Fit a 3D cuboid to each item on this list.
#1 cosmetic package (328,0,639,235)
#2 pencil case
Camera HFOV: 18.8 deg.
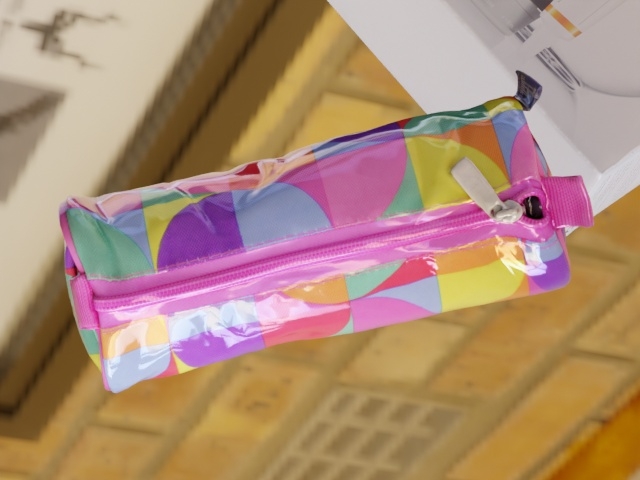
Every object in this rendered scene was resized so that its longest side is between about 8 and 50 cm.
[{"bbox_3d":[0.132,-0.219,1.217,0.377,0.284,0.097,49,-32,13],"label":"cosmetic package"},{"bbox_3d":[0.000,0.000,0.881,0.104,0.236,0.104,-14,90,-89],"label":"pencil case"}]
